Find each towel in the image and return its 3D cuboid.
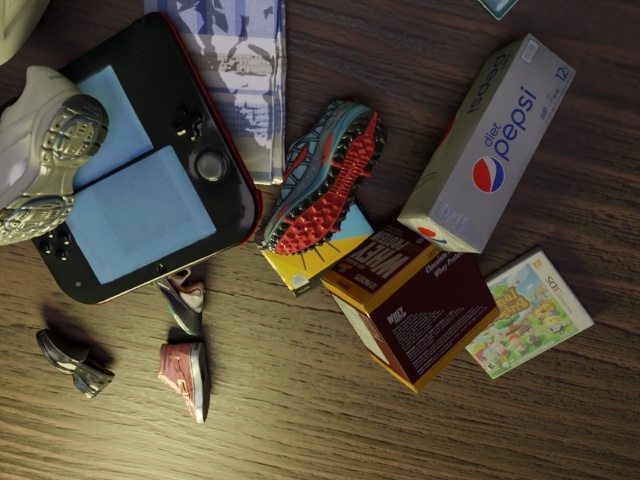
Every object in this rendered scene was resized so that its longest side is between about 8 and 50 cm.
[{"bbox_3d":[-0.152,-0.221,0.826,0.209,0.034,0.285,4,116,3],"label":"towel"}]

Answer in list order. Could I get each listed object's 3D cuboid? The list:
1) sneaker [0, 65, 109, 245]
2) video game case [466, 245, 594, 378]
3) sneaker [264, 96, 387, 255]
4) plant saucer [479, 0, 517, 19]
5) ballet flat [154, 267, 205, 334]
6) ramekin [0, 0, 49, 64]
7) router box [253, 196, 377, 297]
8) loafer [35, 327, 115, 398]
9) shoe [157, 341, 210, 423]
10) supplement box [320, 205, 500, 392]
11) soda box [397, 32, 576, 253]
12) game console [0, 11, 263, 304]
[{"bbox_3d":[-0.415,-0.114,0.799,0.129,0.111,0.297,48,111,18],"label":"sneaker"},{"bbox_3d":[0.349,0.136,0.997,0.212,0.023,0.193,-36,111,19],"label":"video game case"},{"bbox_3d":[-0.005,-0.095,0.842,0.104,0.125,0.262,23,110,-41],"label":"sneaker"},{"bbox_3d":[0.284,-0.389,0.728,0.067,0.018,0.192,37,112,-16],"label":"plant saucer"},{"bbox_3d":[-0.247,0.079,0.967,0.074,0.074,0.203,-24,112,14],"label":"ballet flat"},{"bbox_3d":[-0.401,-0.341,0.644,0.135,0.277,0.277,27,116,-19],"label":"ramekin"},{"bbox_3d":[0.000,0.000,0.926,0.179,0.046,0.133,-30,113,16],"label":"router box"},{"bbox_3d":[-0.470,0.225,1.064,0.061,0.062,0.170,-37,116,-4],"label":"loafer"},{"bbox_3d":[-0.264,0.275,1.076,0.081,0.063,0.178,1,112,3],"label":"shoe"},{"bbox_3d":[0.143,0.086,0.870,0.191,0.129,0.194,-39,118,-13],"label":"supplement box"},{"bbox_3d":[0.222,-0.126,0.750,0.091,0.098,0.286,32,83,-14],"label":"soda box"},{"bbox_3d":[-0.307,-0.098,0.840,0.387,0.060,0.342,-22,105,18],"label":"game console"}]
